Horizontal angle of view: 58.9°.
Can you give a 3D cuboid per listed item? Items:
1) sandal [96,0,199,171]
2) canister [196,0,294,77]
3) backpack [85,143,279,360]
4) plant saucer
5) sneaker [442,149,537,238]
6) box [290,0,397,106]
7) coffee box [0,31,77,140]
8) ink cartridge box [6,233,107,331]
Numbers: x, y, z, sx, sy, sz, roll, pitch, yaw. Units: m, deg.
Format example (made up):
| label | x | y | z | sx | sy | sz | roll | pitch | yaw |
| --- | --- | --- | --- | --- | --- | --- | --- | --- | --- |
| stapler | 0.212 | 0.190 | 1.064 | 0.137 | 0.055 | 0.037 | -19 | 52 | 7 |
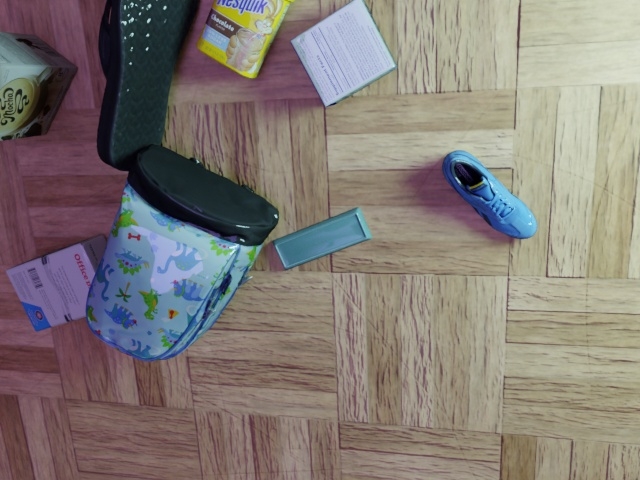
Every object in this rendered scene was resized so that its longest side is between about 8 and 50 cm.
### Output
| label | x | y | z | sx | sy | sz | roll | pitch | yaw |
| --- | --- | --- | --- | --- | --- | --- | --- | --- | --- |
| sandal | -0.331 | -0.344 | 1.002 | 0.107 | 0.167 | 0.446 | 29 | 111 | 22 |
| canister | -0.130 | -0.386 | 0.984 | 0.126 | 0.073 | 0.170 | 31 | 111 | 3 |
| backpack | -0.285 | 0.053 | 1.072 | 0.290 | 0.273 | 0.356 | 30 | 122 | -4 |
| plant saucer | 0.000 | 0.000 | 1.095 | 0.191 | 0.018 | 0.067 | -21 | 100 | 18 |
| sneaker | 0.291 | -0.071 | 0.976 | 0.209 | 0.082 | 0.069 | 43 | 108 | -3 |
| box | 0.042 | -0.317 | 0.965 | 0.137 | 0.072 | 0.126 | -26 | 99 | 18 |
| coffee box | -0.596 | -0.271 | 1.002 | 0.118 | 0.297 | 0.168 | 37 | 110 | 1 |
| ink cartridge box | -0.534 | 0.090 | 1.204 | 0.203 | 0.086 | 0.148 | -17 | 101 | 16 |
